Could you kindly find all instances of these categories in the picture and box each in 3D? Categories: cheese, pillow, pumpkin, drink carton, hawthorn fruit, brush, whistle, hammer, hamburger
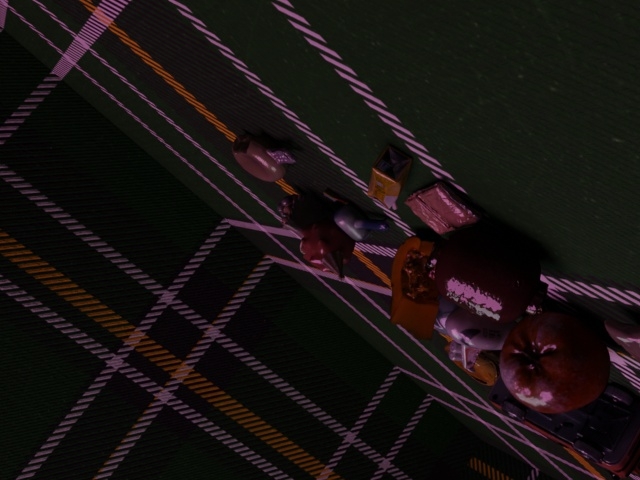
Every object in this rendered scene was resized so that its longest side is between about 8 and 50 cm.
[{"bbox_3d":[-0.142,-0.233,1.943,0.163,0.082,0.286,41,165,-21],"label":"cheese"},{"bbox_3d":[0.259,-0.066,1.531,0.126,0.043,0.232,43,170,-3],"label":"pillow"},{"bbox_3d":[0.246,0.112,1.791,0.131,0.248,0.126,20,-178,-21],"label":"pumpkin"},{"bbox_3d":[0.699,0.243,1.381,0.270,0.067,0.173,41,162,-20],"label":"pillow"},{"bbox_3d":[0.146,-0.125,1.527,0.074,0.084,0.200,31,163,9],"label":"drink carton"},{"bbox_3d":[0.546,0.269,1.607,0.231,0.263,0.235,69,158,6],"label":"hawthorn fruit"},{"bbox_3d":[0.046,-0.118,1.970,0.083,0.019,0.021,29,149,25],"label":"brush"},{"bbox_3d":[0.350,0.153,1.907,0.163,0.163,0.290,161,91,-75],"label":"whistle"},{"bbox_3d":[0.125,-0.045,1.925,0.116,0.069,0.194,42,162,-29],"label":"hammer"},{"bbox_3d":[0.521,0.387,2.338,0.214,0.108,0.214,40,167,11],"label":"hamburger"}]

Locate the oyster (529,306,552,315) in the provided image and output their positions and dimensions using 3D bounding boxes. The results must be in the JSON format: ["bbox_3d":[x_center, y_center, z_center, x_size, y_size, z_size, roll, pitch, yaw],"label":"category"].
[{"bbox_3d":[0.529,0.180,1.708,0.132,0.029,0.086,43,167,-32],"label":"oyster"}]

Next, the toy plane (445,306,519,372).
[{"bbox_3d":[0.431,0.233,1.790,0.252,0.252,0.118,45,-163,-32],"label":"toy plane"}]

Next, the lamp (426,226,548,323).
[{"bbox_3d":[0.350,0.072,1.466,0.258,0.180,0.180,25,165,13],"label":"lamp"}]

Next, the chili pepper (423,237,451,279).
[{"bbox_3d":[0.370,0.087,1.650,0.252,0.136,0.144,30,140,-7],"label":"chili pepper"}]

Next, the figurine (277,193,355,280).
[{"bbox_3d":[0.000,0.000,2.065,0.207,0.166,0.387,4,-146,-36],"label":"figurine"}]

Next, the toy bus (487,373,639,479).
[{"bbox_3d":[0.700,0.482,1.960,0.427,0.203,0.233,24,166,50],"label":"toy bus"}]
